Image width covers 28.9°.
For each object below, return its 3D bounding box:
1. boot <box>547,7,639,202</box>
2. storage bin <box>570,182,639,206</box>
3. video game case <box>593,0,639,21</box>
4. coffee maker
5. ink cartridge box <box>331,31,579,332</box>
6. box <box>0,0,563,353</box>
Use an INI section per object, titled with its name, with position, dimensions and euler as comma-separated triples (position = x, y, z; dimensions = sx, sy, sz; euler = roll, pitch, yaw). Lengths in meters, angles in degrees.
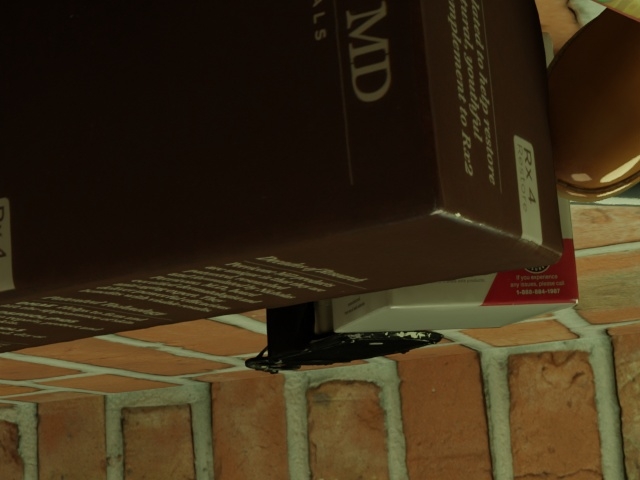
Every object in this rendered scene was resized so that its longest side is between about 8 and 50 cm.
[boot]
position = 0.166, -0.115, 0.544
dimensions = 0.073, 0.197, 0.152
euler = 37, 163, 9
[storage bin]
position = 0.211, -0.078, 0.857
dimensions = 0.135, 0.091, 0.098
euler = 0, 167, -23
[video game case]
position = 0.114, -0.139, 0.293
dimensions = 0.285, 0.025, 0.204
euler = 10, 139, -42
[coffee maker]
position = 0.000, 0.000, 0.936
dimensions = 0.171, 0.178, 0.120
euler = -11, 165, 27
[ink cartridge box]
position = 0.077, -0.035, 0.809
dimensions = 0.128, 0.176, 0.127
euler = -1, 170, -14
[box]
position = -0.092, -0.058, 0.599
dimensions = 0.381, 0.191, 0.143
euler = -11, 166, 27
